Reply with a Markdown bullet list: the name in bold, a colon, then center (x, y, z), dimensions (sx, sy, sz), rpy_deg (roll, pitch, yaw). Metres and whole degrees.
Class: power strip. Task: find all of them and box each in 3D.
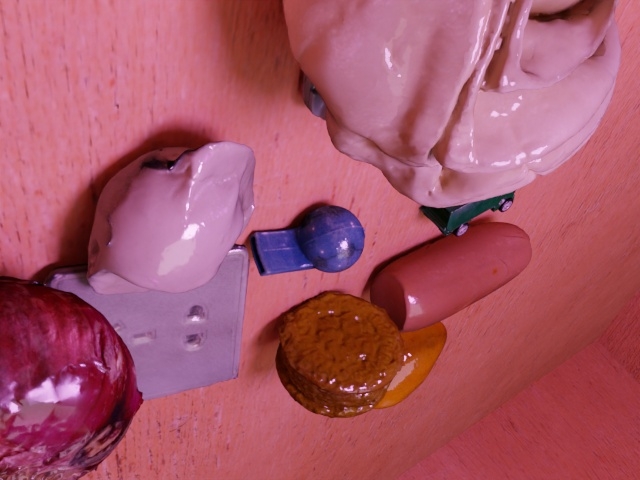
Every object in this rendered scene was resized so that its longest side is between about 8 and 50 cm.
- **power strip**: center (-0.185, 0.084, 0.811), dimensions (0.213, 0.064, 0.198), rpy_deg (-8, 129, -24)

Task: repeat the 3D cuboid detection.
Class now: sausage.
- **sausage**: center (0.221, 0.052, 1.260), dimensions (0.304, 0.121, 0.121), rpy_deg (-21, 148, -33)

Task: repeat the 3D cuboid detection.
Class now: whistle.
- **whistle**: center (0.000, 0.000, 0.924), dimensions (0.157, 0.090, 0.090), rpy_deg (-6, 138, -48)

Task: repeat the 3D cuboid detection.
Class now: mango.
- **mango**: center (0.148, 0.233, 1.468), dimensions (0.227, 0.109, 0.147), rpy_deg (-36, 130, -8)

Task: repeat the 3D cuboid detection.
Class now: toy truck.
- **toy truck**: center (0.224, -0.066, 1.139), dimensions (0.147, 0.065, 0.079), rpy_deg (-27, 148, -23)

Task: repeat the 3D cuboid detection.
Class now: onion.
- **onion**: center (-0.279, 0.133, 0.647), dimensions (0.246, 0.190, 0.246), rpy_deg (-13, 144, -10)

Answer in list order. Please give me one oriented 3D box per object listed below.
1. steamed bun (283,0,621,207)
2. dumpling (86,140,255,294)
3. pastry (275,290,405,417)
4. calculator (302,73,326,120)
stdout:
- **steamed bun**: center (0.140, -0.161, 0.621), dimensions (0.276, 0.203, 0.289), rpy_deg (-59, 135, -26)
- **dumpling**: center (-0.124, -0.013, 0.699), dimensions (0.150, 0.092, 0.177), rpy_deg (25, 88, -47)
- **pastry**: center (0.026, 0.167, 1.125), dimensions (0.188, 0.189, 0.103), rpy_deg (-22, 146, -33)
- **calculator**: center (0.083, -0.180, 0.790), dimensions (0.246, 0.045, 0.141), rpy_deg (-7, 139, -48)
